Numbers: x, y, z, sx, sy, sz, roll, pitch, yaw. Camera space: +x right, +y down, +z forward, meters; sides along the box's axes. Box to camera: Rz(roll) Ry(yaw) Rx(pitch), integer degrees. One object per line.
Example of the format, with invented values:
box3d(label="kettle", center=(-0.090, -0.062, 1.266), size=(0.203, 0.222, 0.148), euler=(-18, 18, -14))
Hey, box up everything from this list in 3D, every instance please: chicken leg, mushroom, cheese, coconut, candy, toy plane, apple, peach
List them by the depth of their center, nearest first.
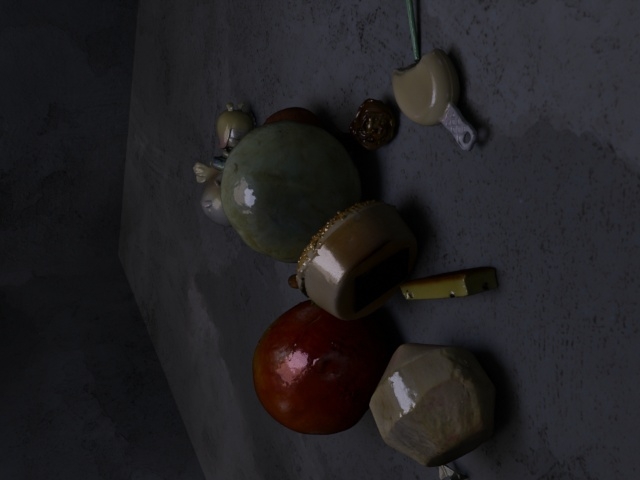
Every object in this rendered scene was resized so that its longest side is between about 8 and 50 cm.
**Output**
box3d(label="cheese", center=(0.232, -0.272, 1.450), size=(0.163, 0.070, 0.249), euler=(-41, 64, 57))
box3d(label="candy", center=(0.177, -0.541, 1.471), size=(0.092, 0.092, 0.336), euler=(-1, 109, 24))
box3d(label="coconut", center=(0.233, 0.327, 1.482), size=(0.259, 0.259, 0.260), euler=(28, 123, 55))
box3d(label="toy plane", center=(0.242, 0.435, 1.662), size=(0.108, 0.092, 0.287), euler=(-40, 59, 30))
box3d(label="chicken leg", center=(0.099, -0.260, 1.695), size=(0.251, 0.087, 0.108), euler=(162, 114, -68))
box3d(label="mushroom", center=(-0.069, -0.117, 1.715), size=(0.260, 0.351, 0.353), euler=(-111, 19, -72))
box3d(label="peach", center=(0.009, 0.318, 1.784), size=(0.370, 0.369, 0.370), euler=(28, 123, 55))
box3d(label="apple", center=(-0.073, -0.258, 1.879), size=(0.174, 0.188, 0.188), euler=(-107, 25, -45))

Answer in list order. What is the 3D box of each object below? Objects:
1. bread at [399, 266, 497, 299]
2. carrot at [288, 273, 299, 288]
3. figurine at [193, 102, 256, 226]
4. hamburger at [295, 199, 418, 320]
box3d(label="bread", center=(0.265, 0.093, 1.494), size=(0.226, 0.088, 0.049), euler=(-15, 89, 62))
box3d(label="carrot", center=(-0.042, 0.116, 2.095), size=(0.191, 0.047, 0.047), euler=(-13, 88, 61))
box3d(label="figurine", center=(-0.306, -0.249, 2.290), size=(0.274, 0.226, 0.395), euler=(13, 103, 31))
box3d(label="hamburger", center=(0.079, 0.041, 1.610), size=(0.170, 0.302, 0.302), euler=(45, 137, 31))
